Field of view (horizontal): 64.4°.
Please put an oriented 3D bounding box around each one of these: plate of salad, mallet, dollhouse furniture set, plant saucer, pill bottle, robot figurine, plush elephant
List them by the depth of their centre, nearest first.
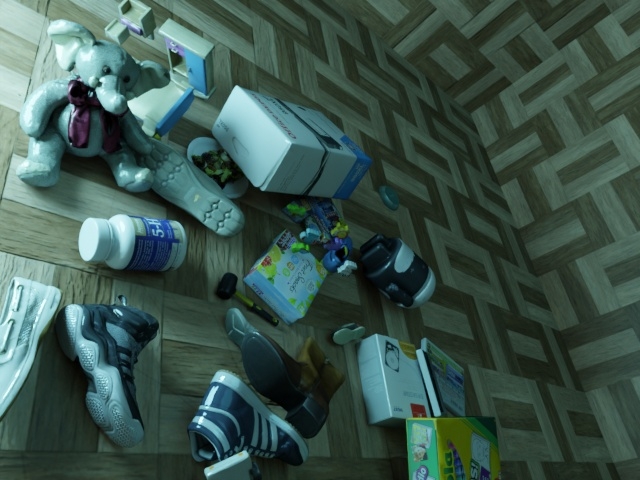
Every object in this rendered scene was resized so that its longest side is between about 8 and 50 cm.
[{"bbox_3d":[-0.381,0.005,1.037,0.187,0.112,0.112,6,58,-48],"label":"pill bottle"},{"bbox_3d":[-0.455,-0.289,1.052,0.272,0.255,0.330,7,56,-42],"label":"plush elephant"},{"bbox_3d":[-0.171,0.146,1.246,0.190,0.039,0.062,37,42,-32],"label":"mallet"},{"bbox_3d":[-0.455,-0.404,1.329,0.286,0.198,0.303,30,69,1],"label":"dollhouse furniture set"},{"bbox_3d":[-0.273,-0.205,1.396,0.200,0.048,0.200,31,42,-32],"label":"plate of salad"},{"bbox_3d":[0.249,0.104,1.668,0.278,0.173,0.209,41,67,-20],"label":"robot figurine"},{"bbox_3d":[0.283,-0.178,2.065,0.119,0.021,0.119,31,42,-32],"label":"plant saucer"}]

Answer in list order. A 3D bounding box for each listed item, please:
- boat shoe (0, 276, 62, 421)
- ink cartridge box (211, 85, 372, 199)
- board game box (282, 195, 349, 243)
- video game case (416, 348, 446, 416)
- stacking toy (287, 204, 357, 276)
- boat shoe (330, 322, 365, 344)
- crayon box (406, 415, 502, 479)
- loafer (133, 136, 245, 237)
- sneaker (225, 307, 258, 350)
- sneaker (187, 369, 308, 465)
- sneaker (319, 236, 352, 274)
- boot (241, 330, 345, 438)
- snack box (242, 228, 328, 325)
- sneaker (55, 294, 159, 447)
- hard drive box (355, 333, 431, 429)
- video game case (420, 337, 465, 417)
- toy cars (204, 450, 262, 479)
[{"bbox_3d":[-0.495,0.172,0.784,0.096,0.098,0.277,32,32,-29],"label":"boat shoe"},{"bbox_3d":[-0.076,-0.278,1.513,0.395,0.166,0.285,-1,43,-52],"label":"ink cartridge box"},{"bbox_3d":[-0.022,-0.078,1.583,0.194,0.060,0.194,-18,77,-54],"label":"board game box"},{"bbox_3d":[0.333,0.428,1.526,0.173,0.022,0.190,42,32,-65],"label":"video game case"},{"bbox_3d":[0.000,0.000,1.441,0.221,0.052,0.167,21,40,-29],"label":"stacking toy"},{"bbox_3d":[0.071,0.259,1.435,0.043,0.049,0.137,26,19,38],"label":"boat shoe"},{"bbox_3d":[0.362,0.653,1.332,0.313,0.106,0.363,17,65,-43],"label":"crayon box"},{"bbox_3d":[-0.320,-0.125,1.243,0.319,0.112,0.111,44,-1,-9],"label":"loafer"},{"bbox_3d":[-0.168,0.221,1.175,0.152,0.054,0.061,62,29,-4],"label":"sneaker"},{"bbox_3d":[-0.146,0.404,1.010,0.282,0.099,0.153,51,44,-21],"label":"sneaker"},{"bbox_3d":[0.071,0.034,1.586,0.069,0.082,0.209,50,33,-5],"label":"sneaker"},{"bbox_3d":[-0.048,0.281,1.189,0.264,0.096,0.280,47,19,1],"label":"boot"},{"bbox_3d":[-0.087,0.093,1.355,0.174,0.070,0.207,47,36,-10],"label":"snack box"},{"bbox_3d":[-0.347,0.218,0.910,0.153,0.101,0.268,-19,75,-52],"label":"sneaker"},{"bbox_3d":[0.204,0.401,1.437,0.181,0.089,0.232,22,47,-39],"label":"hard drive box"},{"bbox_3d":[0.406,0.457,1.692,0.212,0.023,0.193,40,38,-20],"label":"video game case"},{"bbox_3d":[-0.080,0.519,0.979,0.394,0.176,0.087,36,-5,-27],"label":"toy cars"}]
